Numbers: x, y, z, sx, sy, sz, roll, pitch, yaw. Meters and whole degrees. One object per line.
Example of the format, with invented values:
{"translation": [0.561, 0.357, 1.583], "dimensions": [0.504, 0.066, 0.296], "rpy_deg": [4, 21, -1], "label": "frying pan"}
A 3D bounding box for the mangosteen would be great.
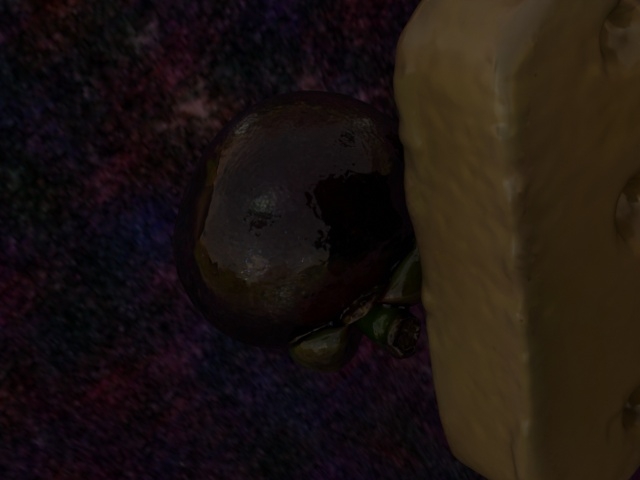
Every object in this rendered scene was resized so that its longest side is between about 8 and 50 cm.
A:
{"translation": [-0.003, -0.011, 1.124], "dimensions": [0.216, 0.216, 0.216], "rpy_deg": [-5, 66, 12], "label": "mangosteen"}

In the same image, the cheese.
{"translation": [0.224, -0.038, 0.962], "dimensions": [0.384, 0.384, 0.104], "rpy_deg": [-49, 40, -9], "label": "cheese"}
